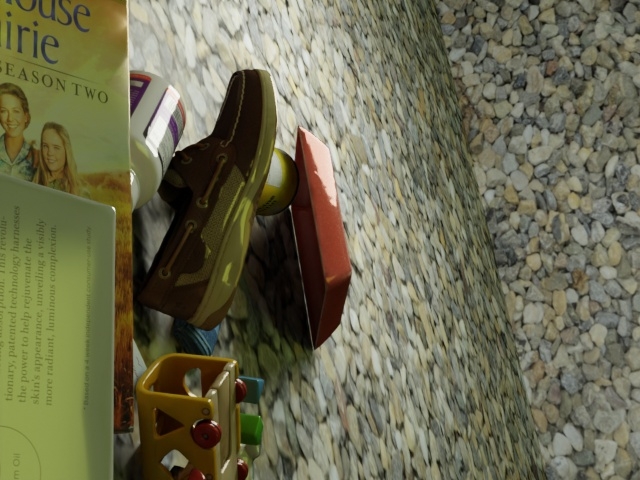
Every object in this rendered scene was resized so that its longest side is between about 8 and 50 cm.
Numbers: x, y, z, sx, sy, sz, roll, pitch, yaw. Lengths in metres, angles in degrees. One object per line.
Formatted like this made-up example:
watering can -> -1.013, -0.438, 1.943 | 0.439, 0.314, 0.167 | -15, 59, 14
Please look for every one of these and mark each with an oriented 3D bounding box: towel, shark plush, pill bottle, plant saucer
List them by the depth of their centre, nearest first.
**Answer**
pill bottle -> -0.219, -0.099, 1.092 | 0.108, 0.108, 0.193 | 59, 23, -29
shark plush -> -0.091, 0.285, 1.158 | 0.067, 0.073, 0.161 | 105, -31, -71
towel -> -0.145, 0.093, 1.223 | 0.067, 0.029, 0.119 | 59, 23, -30
pill bottle -> -0.108, -0.091, 1.376 | 0.184, 0.103, 0.103 | 8, 64, -67
plant saucer -> 0.000, 0.000, 1.476 | 0.258, 0.047, 0.259 | 99, -16, -64

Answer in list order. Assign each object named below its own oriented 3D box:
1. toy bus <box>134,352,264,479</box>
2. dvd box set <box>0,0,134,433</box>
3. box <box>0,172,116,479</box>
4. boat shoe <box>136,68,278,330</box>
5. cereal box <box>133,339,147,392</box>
toy bus -> -0.137, 0.217, 1.020 | 0.191, 0.104, 0.202 | 70, 27, -63
dvd box set -> -0.276, -0.055, 0.769 | 0.307, 0.062, 0.421 | 12, 72, -52
box -> -0.294, 0.062, 0.512 | 0.345, 0.168, 0.215 | 18, 60, -45
boat shoe -> -0.140, -0.068, 1.185 | 0.123, 0.123, 0.342 | 19, 70, -18
cereal box -> -0.254, 0.104, 0.906 | 0.173, 0.047, 0.240 | 68, 20, -10
